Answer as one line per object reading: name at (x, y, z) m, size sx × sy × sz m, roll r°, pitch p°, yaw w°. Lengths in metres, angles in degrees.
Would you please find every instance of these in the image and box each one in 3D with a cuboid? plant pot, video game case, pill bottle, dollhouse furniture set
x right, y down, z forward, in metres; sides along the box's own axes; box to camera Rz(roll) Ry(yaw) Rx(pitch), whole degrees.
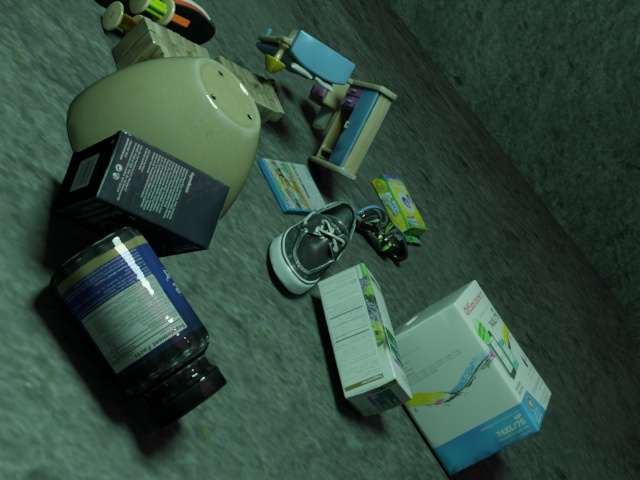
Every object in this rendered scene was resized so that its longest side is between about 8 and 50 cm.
plant pot at (-0.201, -0.162, 1.236) m, size 0.284 × 0.191 × 0.284 m, roll 42°, pitch 28°, yaw -29°
video game case at (-0.051, -0.105, 1.647) m, size 0.166 × 0.015 × 0.119 m, roll 1°, pitch 59°, yaw -61°
pill bottle at (-0.209, 0.103, 0.972) m, size 0.219 × 0.123 × 0.123 m, roll 56°, pitch 24°, yaw 0°
dollhouse furniture set at (-0.052, -0.298, 1.720) m, size 0.303 × 0.198 × 0.286 m, roll 27°, pitch 2°, yaw -33°

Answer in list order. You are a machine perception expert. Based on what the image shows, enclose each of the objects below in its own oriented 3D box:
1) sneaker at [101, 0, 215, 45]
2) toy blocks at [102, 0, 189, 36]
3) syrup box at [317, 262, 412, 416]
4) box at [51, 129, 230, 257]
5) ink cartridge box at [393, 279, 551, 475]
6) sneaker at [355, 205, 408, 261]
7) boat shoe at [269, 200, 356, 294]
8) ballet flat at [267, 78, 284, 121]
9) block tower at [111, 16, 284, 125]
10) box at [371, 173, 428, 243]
sneaker at (-0.310, -0.471, 1.543) m, size 0.270 × 0.090 × 0.145 m, roll 14°, pitch 50°, yaw -52°
toy blocks at (-0.281, -0.372, 1.434) m, size 0.148 × 0.123 × 0.054 m, roll 22°, pitch 58°, yaw -50°
syrup box at (0.074, 0.169, 1.412) m, size 0.093 × 0.096 × 0.237 m, roll 52°, pitch 18°, yaw -50°
box at (-0.228, -0.051, 1.042) m, size 0.158 × 0.156 × 0.093 m, roll 27°, pitch 69°, yaw -32°
ink cartridge box at (0.268, 0.252, 1.562) m, size 0.270 × 0.197 × 0.198 m, roll 56°, pitch 24°, yaw 3°
sneaker at (0.137, -0.014, 1.812) m, size 0.188 × 0.067 × 0.078 m, roll 37°, pitch 24°, yaw -40°
boat shoe at (0.000, 0.000, 1.502) m, size 0.108 × 0.102 × 0.301 m, roll 54°, pitch 24°, yaw -4°
ballet flat at (-0.099, -0.308, 1.783) m, size 0.041 × 0.041 × 0.114 m, roll 27°, pitch 37°, yaw -47°
block tower at (-0.210, -0.280, 1.486) m, size 0.335 × 0.097 × 0.091 m, roll 14°, pitch 47°, yaw -53°
box at (0.201, -0.075, 2.035) m, size 0.105 × 0.043 × 0.179 m, roll 6°, pitch 55°, yaw -59°
